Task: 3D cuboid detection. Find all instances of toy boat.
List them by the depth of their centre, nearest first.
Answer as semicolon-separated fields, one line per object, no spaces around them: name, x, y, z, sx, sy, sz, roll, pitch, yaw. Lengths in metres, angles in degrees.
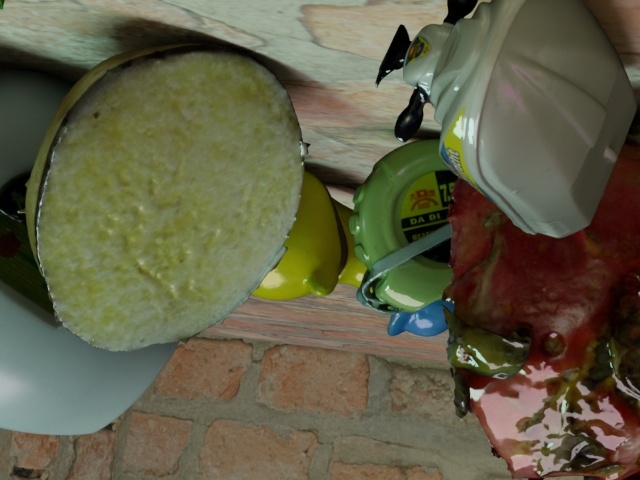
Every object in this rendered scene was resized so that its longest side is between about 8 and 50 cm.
toy boat;0.121;-0.090;1.122;0.141;0.140;0.269;6;169;30

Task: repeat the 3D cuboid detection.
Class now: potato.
potato;-0.134;-0.056;1.474;0.239;0.299;0.116;-12;-138;-18

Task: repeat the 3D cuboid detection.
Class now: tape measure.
tape measure;0.104;-0.014;1.583;0.178;0.154;0.087;-19;-179;-12

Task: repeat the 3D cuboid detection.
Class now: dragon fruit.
dragon fruit;0.262;0.021;1.352;0.263;0.314;0.296;-12;139;27

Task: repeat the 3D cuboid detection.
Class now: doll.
doll;0.000;0.000;1.883;0.363;0.145;0.199;20;-148;-22

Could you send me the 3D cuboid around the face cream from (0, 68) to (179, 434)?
face cream;-0.293;-0.003;1.602;0.357;0.312;0.219;37;161;-28

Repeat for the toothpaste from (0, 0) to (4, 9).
toothpaste;-0.229;-0.191;1.164;0.043;0.037;0.178;12;172;-6
